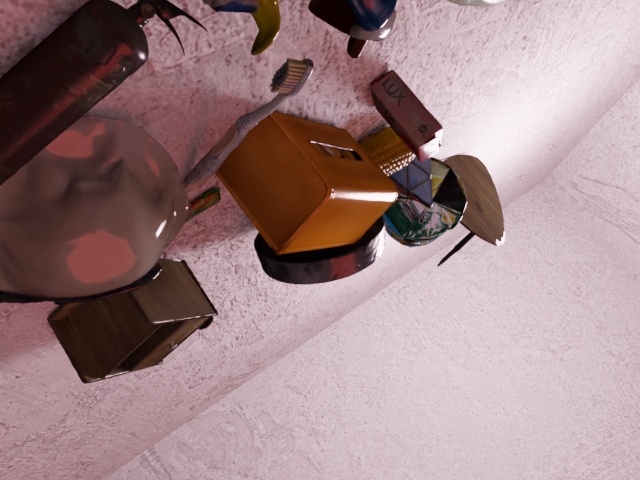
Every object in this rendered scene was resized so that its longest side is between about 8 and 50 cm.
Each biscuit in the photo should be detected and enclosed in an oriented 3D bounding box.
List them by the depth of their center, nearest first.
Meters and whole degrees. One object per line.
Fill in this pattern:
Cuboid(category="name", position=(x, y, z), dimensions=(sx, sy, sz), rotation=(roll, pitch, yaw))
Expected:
Cuboid(category="biscuit", position=(-0.207, -0.060, 0.962), dimensions=(0.089, 0.016, 0.046), rotation=(-34, 164, -11))

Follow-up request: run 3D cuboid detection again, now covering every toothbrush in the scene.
Cuboid(category="toothbrush", position=(-0.117, -0.135, 0.748), dimensions=(0.037, 0.028, 0.375), rotation=(-4, 165, -35))

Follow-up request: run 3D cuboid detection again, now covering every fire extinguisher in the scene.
Cuboid(category="fire extinguisher", position=(-0.236, -0.146, 0.533), dimensions=(0.267, 0.072, 0.089), rotation=(-38, 121, 5))

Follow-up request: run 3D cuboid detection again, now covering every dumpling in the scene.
Cuboid(category="dumpling", position=(-0.285, -0.019, 0.666), dimensions=(0.292, 0.164, 0.204), rotation=(-11, 156, -34))

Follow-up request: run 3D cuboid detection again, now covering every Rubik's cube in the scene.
Cuboid(category="Rubik's cube", position=(0.184, -0.215, 1.288), dimensions=(0.190, 0.211, 0.178), rotation=(29, 92, -47))

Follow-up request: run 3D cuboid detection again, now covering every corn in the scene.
Cuboid(category="corn", position=(0.104, -0.169, 1.178), dimensions=(0.261, 0.097, 0.097), rotation=(-28, 162, -16))

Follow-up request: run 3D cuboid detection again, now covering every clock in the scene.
Cuboid(category="clock", position=(0.000, 0.000, 1.166), dimensions=(0.280, 0.280, 0.056), rotation=(-28, 120, -29))

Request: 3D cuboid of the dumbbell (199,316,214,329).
Cuboid(category="dumbbell", position=(-0.297, 0.177, 1.349), dimensions=(0.069, 0.069, 0.147), rotation=(-36, 165, -4))

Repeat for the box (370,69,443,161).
Cuboid(category="box", position=(0.159, -0.224, 1.025), dimensions=(0.060, 0.156, 0.111), rotation=(-39, 167, 4))

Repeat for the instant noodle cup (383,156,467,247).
Cuboid(category="instant noodle cup", position=(0.260, -0.089, 1.509), dimensions=(0.240, 0.240, 0.178), rotation=(-34, 167, -8))

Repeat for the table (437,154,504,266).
Cuboid(category="table", position=(0.400, -0.102, 1.804), dimensions=(0.317, 0.318, 0.249), rotation=(-21, 171, -43))

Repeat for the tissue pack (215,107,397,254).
Cuboid(category="tissue pack", position=(-0.014, -0.102, 0.946), dimensions=(0.145, 0.194, 0.274), rotation=(-48, 162, 22))

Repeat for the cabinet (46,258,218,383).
Cuboid(category="cabinet", position=(-0.332, 0.142, 1.031), dimensions=(0.174, 0.148, 0.215), rotation=(-41, 165, 14))

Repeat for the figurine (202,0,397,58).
Cuboid(category="figurine", position=(0.001, -0.300, 0.550), dimensions=(0.338, 0.205, 0.283), rotation=(-21, 168, -11))

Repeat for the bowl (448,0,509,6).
Cuboid(category="bowl", position=(0.240, -0.412, 0.673), dimensions=(0.307, 0.163, 0.307), rotation=(-32, 161, -13))
